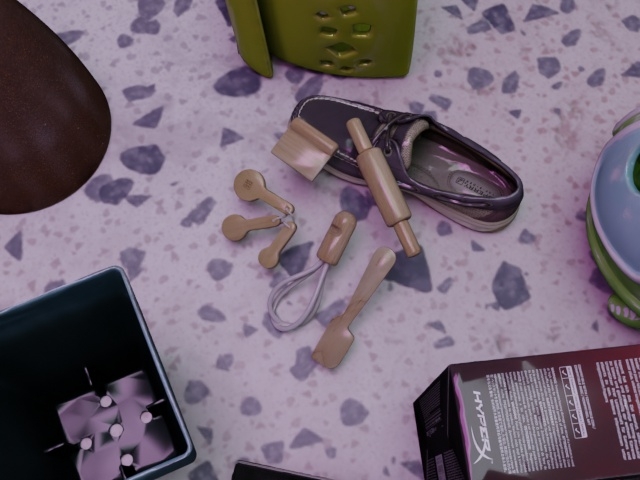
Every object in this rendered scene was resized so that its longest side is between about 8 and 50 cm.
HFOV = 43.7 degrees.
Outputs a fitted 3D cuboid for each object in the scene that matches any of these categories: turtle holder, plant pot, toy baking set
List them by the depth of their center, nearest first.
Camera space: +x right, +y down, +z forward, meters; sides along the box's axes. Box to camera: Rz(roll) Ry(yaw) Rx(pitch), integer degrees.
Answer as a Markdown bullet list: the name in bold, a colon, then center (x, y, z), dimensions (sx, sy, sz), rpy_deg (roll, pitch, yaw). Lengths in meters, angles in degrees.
- **plant pot**: center (-0.206, 0.157, 0.720), dimensions (0.166, 0.234, 0.165), rpy_deg (-23, 73, -9)
- **turtle holder**: center (0.385, -0.014, 0.776), dimensions (0.243, 0.227, 0.320), rpy_deg (11, 64, 17)
- **plant pot**: center (-0.350, -0.169, 0.834), dimensions (0.215, 0.230, 0.215), rpy_deg (1, 70, -2)
- **toy baking set**: center (0.005, -0.004, 0.862), dimensions (0.197, 0.030, 0.256), rpy_deg (-31, 80, 12)
- **plant pot**: center (-0.008, -0.326, 0.913), dimensions (0.207, 0.227, 0.228), rpy_deg (-6, 71, 2)

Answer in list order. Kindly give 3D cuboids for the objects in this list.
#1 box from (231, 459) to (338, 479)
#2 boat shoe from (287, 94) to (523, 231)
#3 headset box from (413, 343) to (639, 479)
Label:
- **box**: center (0.024, 0.333, 0.650), dimensions (0.322, 0.079, 0.257), rpy_deg (-4, 64, 42)
- **boat shoe**: center (0.098, -0.102, 0.900), dimensions (0.285, 0.092, 0.103), rpy_deg (27, 72, 7)
- **headset box**: center (0.250, 0.171, 0.743), dimensions (0.293, 0.218, 0.110), rpy_deg (-6, 71, -3)
